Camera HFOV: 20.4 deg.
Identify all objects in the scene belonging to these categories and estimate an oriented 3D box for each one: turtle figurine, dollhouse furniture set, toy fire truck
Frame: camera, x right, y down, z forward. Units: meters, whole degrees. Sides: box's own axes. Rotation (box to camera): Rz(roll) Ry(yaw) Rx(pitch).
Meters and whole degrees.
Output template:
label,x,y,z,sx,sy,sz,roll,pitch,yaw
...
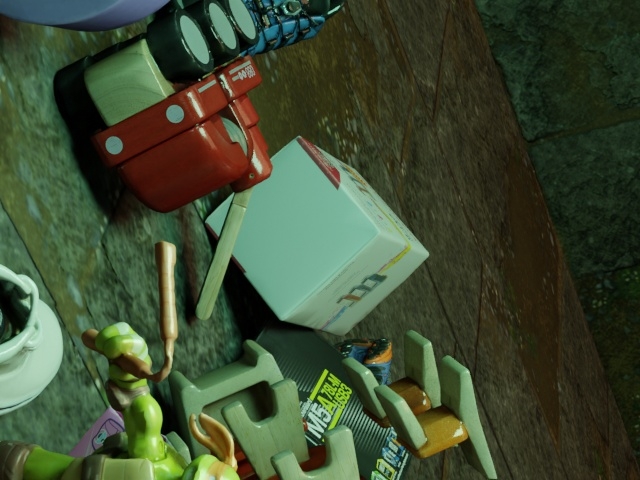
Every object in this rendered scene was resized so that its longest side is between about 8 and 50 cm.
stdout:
label,x,y,z,sx,sy,sz,roll,pitch,yaw
turtle figurine,-0.132,0.140,1.042,0.087,0.217,0.269,-18,100,-68
dollhouse furniture set,-0.026,0.178,1.361,0.259,0.262,0.135,32,-38,67
toy fire truck,-0.106,-0.060,1.495,0.246,0.158,0.217,62,18,-7

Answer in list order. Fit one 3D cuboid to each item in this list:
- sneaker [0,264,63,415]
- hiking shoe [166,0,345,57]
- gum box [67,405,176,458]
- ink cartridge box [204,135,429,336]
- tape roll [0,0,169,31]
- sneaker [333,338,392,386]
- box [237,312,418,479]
label,x,y,z,sx,sy,sz,roll,pitch,yaw
sneaker,-0.209,0.059,1.097,0.258,0.091,0.094,11,66,-72
hiking shoe,-0.062,-0.236,1.762,0.304,0.132,0.113,-53,127,-69
gum box,-0.108,0.206,1.116,0.062,0.107,0.188,38,5,-46
ink cartridge box,0.000,0.000,1.708,0.128,0.127,0.176,50,8,18
tape roll,-0.179,-0.247,1.289,0.080,0.189,0.189,-11,86,-73
sneaker,0.039,0.172,1.850,0.221,0.083,0.087,-47,129,-67
box,0.002,0.158,1.637,0.184,0.045,0.190,41,22,-2
